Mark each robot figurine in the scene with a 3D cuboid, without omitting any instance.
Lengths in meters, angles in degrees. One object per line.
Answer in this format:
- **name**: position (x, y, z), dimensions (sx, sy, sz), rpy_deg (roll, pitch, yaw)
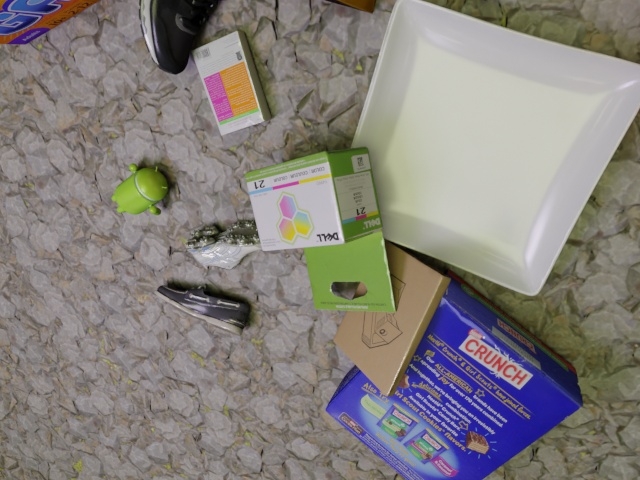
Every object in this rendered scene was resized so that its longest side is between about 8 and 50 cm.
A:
- **robot figurine**: position (-0.335, -0.092, 0.912), dimensions (0.115, 0.067, 0.101), rpy_deg (-27, 87, 25)

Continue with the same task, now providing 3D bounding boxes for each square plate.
- **square plate**: position (0.221, -0.129, 0.719), dimensions (0.347, 0.049, 0.344), rpy_deg (22, 114, 10)

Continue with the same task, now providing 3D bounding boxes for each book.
- **book**: position (-0.148, -0.257, 0.809), dimensions (0.096, 0.035, 0.144), rpy_deg (-11, 105, 25)

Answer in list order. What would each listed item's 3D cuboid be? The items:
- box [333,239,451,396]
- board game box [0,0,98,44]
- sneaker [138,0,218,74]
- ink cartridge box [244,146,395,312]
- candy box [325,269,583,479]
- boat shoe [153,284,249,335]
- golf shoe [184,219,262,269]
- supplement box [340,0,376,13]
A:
- **box**: position (0.105, 0.114, 0.774), dimensions (0.021, 0.164, 0.201), rpy_deg (19, 100, -33)
- **board game box**: position (-0.511, -0.512, 0.660), dimensions (0.356, 0.356, 0.356), rpy_deg (-15, 104, 23)
- **sneaker**: position (-0.186, -0.390, 0.732), dimensions (0.124, 0.107, 0.283), rpy_deg (14, 111, 7)
- **ink cartridge box**: position (0.000, 0.000, 0.761), dimensions (0.189, 0.097, 0.255), rpy_deg (-6, 98, 45)
- **candy box**: position (0.210, 0.251, 0.821), dimensions (0.268, 0.122, 0.317), rpy_deg (40, 118, 4)
- **boat shoe**: position (-0.234, 0.124, 0.974), dimensions (0.206, 0.075, 0.065), rpy_deg (20, 71, 17)
- **golf shoe**: position (-0.158, 0.014, 0.905), dimensions (0.176, 0.069, 0.086), rpy_deg (-4, 128, 23)
- **supplement box**: position (-0.025, -0.392, 0.627), dimensions (0.194, 0.191, 0.129), rpy_deg (21, 115, 11)
